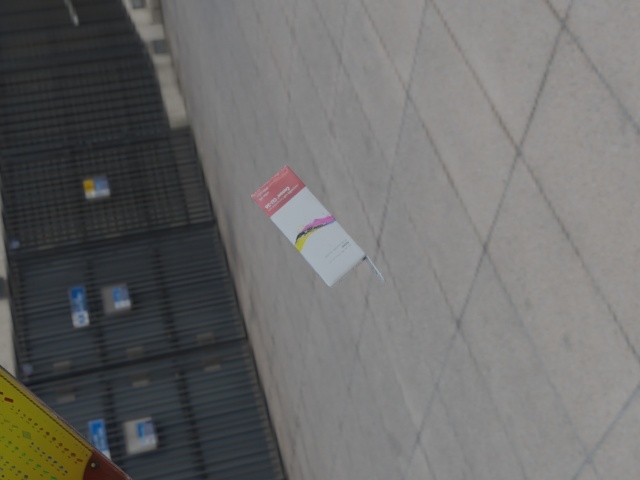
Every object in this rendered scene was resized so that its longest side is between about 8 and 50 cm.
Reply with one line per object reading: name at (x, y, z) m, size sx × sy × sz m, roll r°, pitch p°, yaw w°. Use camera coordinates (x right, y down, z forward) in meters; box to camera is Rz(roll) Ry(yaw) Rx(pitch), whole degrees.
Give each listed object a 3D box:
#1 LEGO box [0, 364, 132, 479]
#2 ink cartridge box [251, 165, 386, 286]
LEGO box at (-0.494, 0.209, 1.121) m, size 0.500 × 0.193 × 0.372 m, roll 41°, pitch 161°, yaw -4°
ink cartridge box at (0.000, 0.000, 1.202) m, size 0.198 × 0.067 × 0.115 m, roll 49°, pitch 179°, yaw 5°
